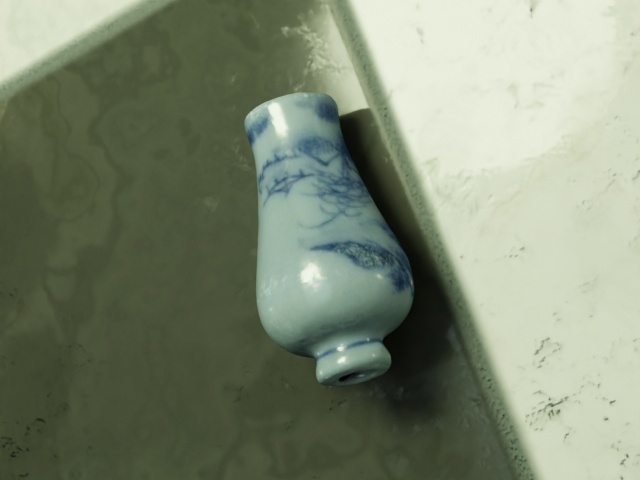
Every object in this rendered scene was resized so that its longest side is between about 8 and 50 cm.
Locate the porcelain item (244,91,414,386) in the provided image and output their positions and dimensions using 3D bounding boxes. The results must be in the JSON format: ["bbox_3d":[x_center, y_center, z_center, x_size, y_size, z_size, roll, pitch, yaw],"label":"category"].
[{"bbox_3d":[0.000,0.000,1.258,0.141,0.141,0.259,-24,70,23],"label":"porcelain item"}]
